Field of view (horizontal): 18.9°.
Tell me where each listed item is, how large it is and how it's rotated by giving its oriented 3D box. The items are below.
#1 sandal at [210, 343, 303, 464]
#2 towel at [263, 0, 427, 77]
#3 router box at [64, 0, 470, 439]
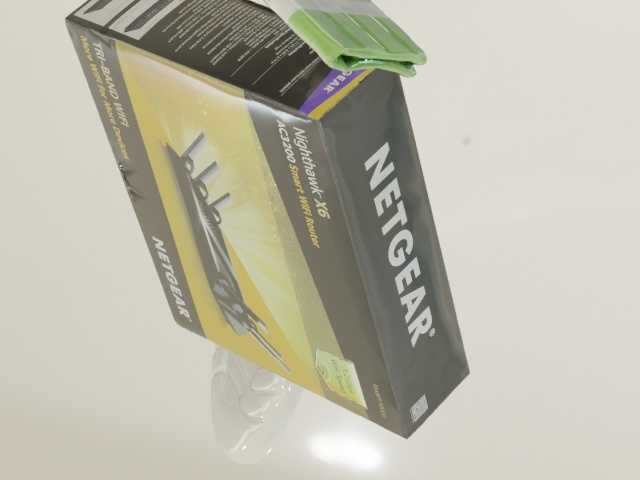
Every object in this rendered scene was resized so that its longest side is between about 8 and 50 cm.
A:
[{"bbox_3d":[0.005,0.004,1.667,0.102,0.416,0.169,12,-171,-22],"label":"sandal"},{"bbox_3d":[-0.023,-0.134,0.954,0.152,0.023,0.113,46,-159,18],"label":"towel"},{"bbox_3d":[-0.033,-0.027,1.365,0.243,0.081,0.309,23,144,37],"label":"router box"}]
